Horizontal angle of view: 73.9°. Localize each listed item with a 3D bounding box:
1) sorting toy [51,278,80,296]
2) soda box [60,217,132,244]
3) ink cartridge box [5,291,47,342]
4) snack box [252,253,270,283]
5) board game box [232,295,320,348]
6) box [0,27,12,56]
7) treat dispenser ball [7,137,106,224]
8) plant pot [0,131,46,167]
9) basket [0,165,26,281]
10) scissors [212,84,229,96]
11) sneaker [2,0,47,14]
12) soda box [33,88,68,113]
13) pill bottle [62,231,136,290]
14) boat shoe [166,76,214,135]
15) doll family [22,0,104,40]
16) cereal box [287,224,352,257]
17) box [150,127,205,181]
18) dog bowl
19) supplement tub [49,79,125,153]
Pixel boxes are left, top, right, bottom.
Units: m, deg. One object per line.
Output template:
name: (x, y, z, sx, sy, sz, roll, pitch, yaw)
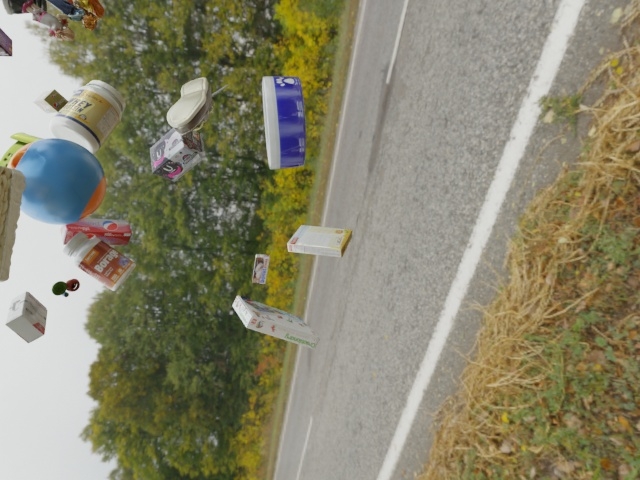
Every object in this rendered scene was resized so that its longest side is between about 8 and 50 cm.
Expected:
sorting toy: (-0.890, 0.162, 1.475, 0.102, 0.042, 0.061, -5, -72, -63)
soda box: (-0.978, -0.038, 1.863, 0.083, 0.263, 0.092, -55, 53, 30)
ink cartridge box: (-0.919, 0.239, 1.336, 0.135, 0.056, 0.099, 46, 163, 52)
snack box: (-0.280, 0.135, 1.996, 0.022, 0.064, 0.178, -102, 21, -46)
board game box: (-0.170, 0.312, 1.627, 0.053, 0.305, 0.193, -63, 30, 2)
box: (-1.022, -0.561, 1.119, 0.201, 0.294, 0.057, 154, 112, -78)
treat dispenser ball: (-0.880, -0.197, 1.429, 0.288, 0.288, 0.288, -175, 90, -81)
plant pot: (-1.202, -0.334, 1.844, 0.228, 0.227, 0.207, -162, 87, -88)
basket: (-1.025, -0.061, 1.104, 0.266, 0.329, 0.331, 44, -135, -72)
scissors: (-0.523, -0.609, 1.888, 0.109, 0.297, 0.021, 51, 168, 50)
sneaker: (-0.974, -0.882, 1.382, 0.104, 0.147, 0.295, 65, 151, 30)
soda box: (-1.017, -0.523, 1.604, 0.181, 0.061, 0.058, 14, 64, 44)
pill bottle: (-0.770, 0.069, 1.483, 0.121, 0.216, 0.121, -47, 16, 17)
boat shoe: (-0.391, -0.404, 1.326, 0.324, 0.117, 0.096, -98, -8, -50)
doll family: (-0.752, -0.707, 1.287, 0.118, 0.163, 0.262, -41, 32, 33)
cereal box: (0.000, 0.000, 1.807, 0.173, 0.240, 0.047, -56, -34, -54)
box: (-0.711, -0.433, 2.109, 0.247, 0.142, 0.163, -30, 61, 28)
dog bowl: (-0.110, -0.347, 1.263, 0.265, 0.104, 0.264, 175, 90, -82)
supplement tub: (-1.117, -0.598, 2.064, 0.228, 0.228, 0.316, 112, 178, -61)
